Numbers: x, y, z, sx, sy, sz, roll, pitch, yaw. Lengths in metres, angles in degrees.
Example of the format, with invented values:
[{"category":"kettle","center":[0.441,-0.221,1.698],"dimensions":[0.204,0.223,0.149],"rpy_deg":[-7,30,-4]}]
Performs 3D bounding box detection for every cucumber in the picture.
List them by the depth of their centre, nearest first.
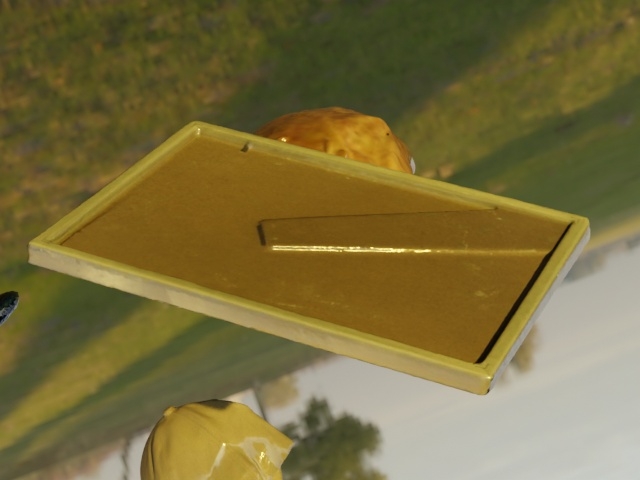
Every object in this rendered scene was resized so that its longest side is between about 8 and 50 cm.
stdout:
[{"category":"cucumber","center":[-0.358,0.091,1.590],"dimensions":[0.133,0.032,0.032],"rpy_deg":[-35,-175,-33]}]

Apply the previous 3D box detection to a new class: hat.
[{"category":"hat","center":[-0.116,0.257,1.468],"dimensions":[0.166,0.144,0.173],"rpy_deg":[-33,-154,29]}]

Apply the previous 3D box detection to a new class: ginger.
[{"category":"ginger","center":[0.002,-0.042,1.606],"dimensions":[0.200,0.223,0.269],"rpy_deg":[-20,-144,7]}]

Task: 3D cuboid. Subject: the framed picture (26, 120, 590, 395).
[{"category":"framed picture","center":[0.000,0.000,1.062],"dimensions":[0.324,0.020,0.240],"rpy_deg":[15,-151,18]}]
